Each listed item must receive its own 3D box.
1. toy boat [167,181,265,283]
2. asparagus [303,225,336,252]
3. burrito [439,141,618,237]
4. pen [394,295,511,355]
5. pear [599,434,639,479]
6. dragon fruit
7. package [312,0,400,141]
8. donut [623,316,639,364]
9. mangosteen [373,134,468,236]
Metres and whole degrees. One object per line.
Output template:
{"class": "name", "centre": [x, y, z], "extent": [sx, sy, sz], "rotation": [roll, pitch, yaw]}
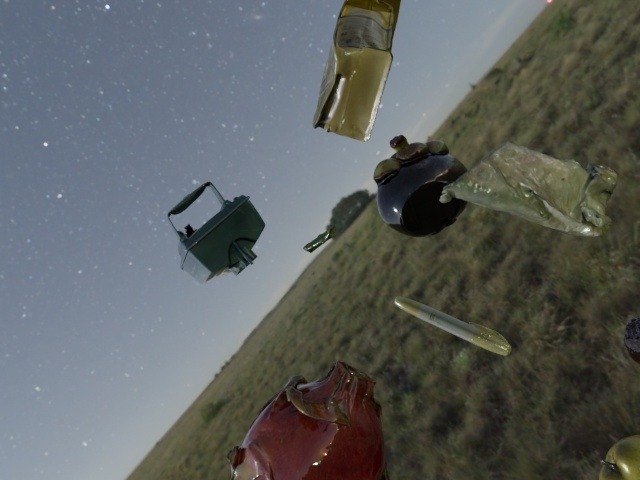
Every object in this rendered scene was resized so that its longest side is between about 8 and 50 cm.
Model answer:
{"class": "toy boat", "centre": [-0.135, 0.003, 0.649], "extent": [0.093, 0.103, 0.246], "rotation": [-43, 5, -18]}
{"class": "asparagus", "centre": [0.000, -0.001, 1.068], "extent": [0.108, 0.021, 0.025], "rotation": [-36, 6, 47]}
{"class": "burrito", "centre": [0.408, -0.109, 1.034], "extent": [0.107, 0.348, 0.175], "rotation": [101, -179, -53]}
{"class": "pen", "centre": [0.252, 0.157, 1.013], "extent": [0.040, 0.234, 0.032], "rotation": [-56, -23, -24]}
{"class": "pear", "centre": [0.780, 0.566, 1.285], "extent": [0.267, 0.178, 0.267], "rotation": [-40, 22, 19]}
{"class": "dragon fruit", "centre": [-0.011, 0.351, 0.838], "extent": [0.315, 0.250, 0.250], "rotation": [-42, -3, -8]}
{"class": "package", "centre": [0.030, -0.137, 0.397], "extent": [0.131, 0.047, 0.071], "rotation": [-76, -3, -47]}
{"class": "donut", "centre": [0.536, 0.119, 0.760], "extent": [0.126, 0.144, 0.186], "rotation": [-9, -14, -2]}
{"class": "mangosteen", "centre": [0.275, -0.151, 1.468], "extent": [0.287, 0.288, 0.233], "rotation": [-50, 18, 28]}
